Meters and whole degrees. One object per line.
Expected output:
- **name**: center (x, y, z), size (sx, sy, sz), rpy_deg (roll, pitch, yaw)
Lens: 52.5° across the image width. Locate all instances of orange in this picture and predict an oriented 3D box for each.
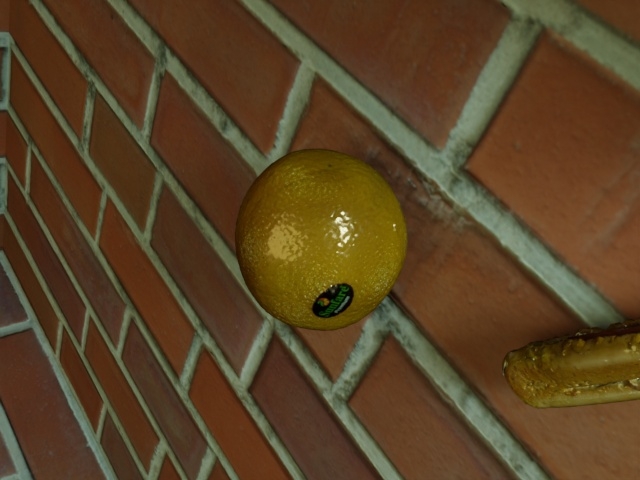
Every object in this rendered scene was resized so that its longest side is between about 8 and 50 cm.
- **orange**: center (0.000, 0.000, 0.825), size (0.236, 0.236, 0.236), rpy_deg (19, 115, 46)

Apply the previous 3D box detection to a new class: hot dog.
- **hot dog**: center (0.304, 0.108, 0.613), size (0.289, 0.068, 0.083), rpy_deg (-25, 105, 47)
